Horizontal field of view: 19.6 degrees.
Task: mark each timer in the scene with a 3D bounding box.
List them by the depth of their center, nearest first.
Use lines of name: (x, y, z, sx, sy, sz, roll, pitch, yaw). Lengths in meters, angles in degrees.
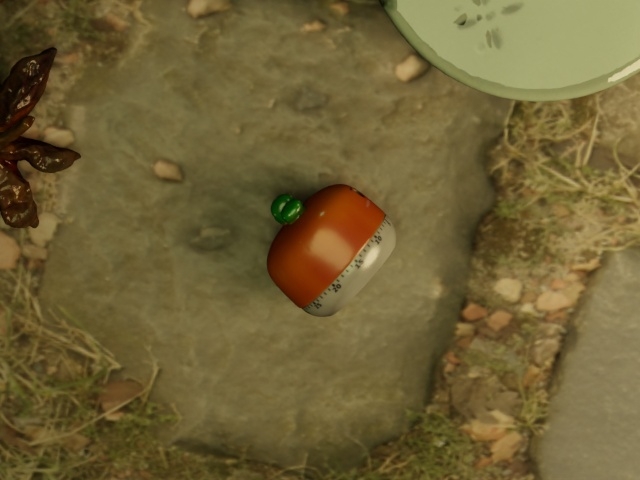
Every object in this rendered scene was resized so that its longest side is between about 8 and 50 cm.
timer: (0.000, 0.000, 1.857, 0.136, 0.099, 0.136, 0, 93, 0)

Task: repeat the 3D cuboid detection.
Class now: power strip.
power strip: (0.212, -0.308, 1.729, 0.357, 0.161, 0.357, 0, 106, -1)

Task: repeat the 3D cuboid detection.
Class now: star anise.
star anise: (-0.342, -0.094, 1.829, 0.196, 0.111, 0.212, 13, 113, 4)

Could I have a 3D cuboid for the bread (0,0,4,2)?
bread: (-0.372, -0.241, 1.704, 0.227, 0.253, 0.142, -38, 105, 2)
